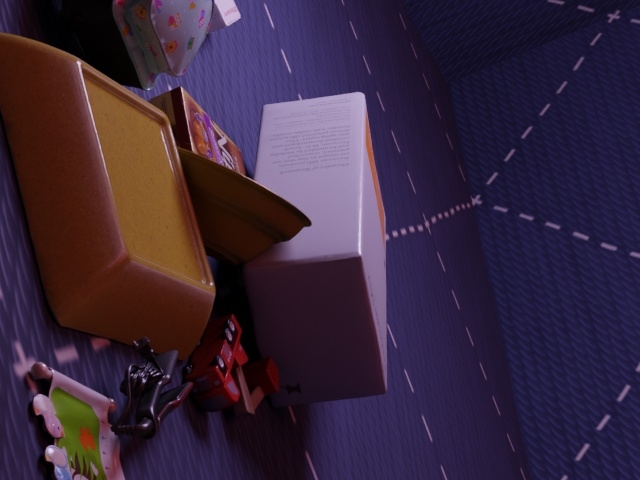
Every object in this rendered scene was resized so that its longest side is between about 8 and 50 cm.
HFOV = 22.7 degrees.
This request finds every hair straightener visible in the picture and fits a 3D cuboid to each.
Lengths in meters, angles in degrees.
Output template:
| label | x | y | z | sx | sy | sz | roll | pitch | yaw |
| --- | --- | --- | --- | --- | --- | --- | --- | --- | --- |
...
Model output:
| label | x | y | z | sx | sy | sz | roll | pitch | yaw |
| --- | --- | --- | --- | --- | --- | --- | --- | --- | --- |
| hair straightener | -0.186 | 0.149 | 1.653 | 0.230 | 0.047 | 0.089 | -49 | 116 | -76 |

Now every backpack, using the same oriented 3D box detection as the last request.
| label | x | y | z | sx | sy | sz | roll | pitch | yaw |
| --- | --- | --- | --- | --- | --- | --- | --- | --- | --- |
| backpack | -0.208 | -0.292 | 1.891 | 0.166 | 0.144 | 0.188 | 68 | 32 | -51 |

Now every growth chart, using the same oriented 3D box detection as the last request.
| label | x | y | z | sx | sy | sz | roll | pitch | yaw |
| --- | --- | --- | --- | --- | --- | --- | --- | --- | --- |
| growth chart | -0.210 | 0.235 | 1.515 | 0.172 | 0.021 | 0.237 | 33 | 36 | -67 |

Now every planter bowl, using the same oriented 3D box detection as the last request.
| label | x | y | z | sx | sy | sz | roll | pitch | yaw |
| --- | --- | --- | --- | --- | --- | --- | --- | --- | --- |
| planter bowl | -0.127 | -0.029 | 1.960 | 0.090 | 0.217 | 0.217 | -63 | 151 | -8 |

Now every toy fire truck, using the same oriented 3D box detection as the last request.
| label | x | y | z | sx | sy | sz | roll | pitch | yaw |
| --- | --- | --- | --- | --- | --- | --- | --- | --- | --- |
| toy fire truck | -0.106 | 0.166 | 1.935 | 0.192 | 0.047 | 0.135 | -79 | 146 | -63 |

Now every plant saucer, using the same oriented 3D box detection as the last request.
| label | x | y | z | sx | sy | sz | roll | pitch | yaw |
| --- | --- | --- | --- | --- | --- | --- | --- | --- | --- |
| plant saucer | -0.221 | -0.052 | 1.760 | 0.332 | 0.081 | 0.333 | 31 | 40 | -68 |

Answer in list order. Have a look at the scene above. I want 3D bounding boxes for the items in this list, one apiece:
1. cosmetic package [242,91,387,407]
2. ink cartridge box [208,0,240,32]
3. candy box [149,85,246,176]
| label | x | y | z | sx | sy | sz | roll | pitch | yaw |
| --- | --- | --- | --- | --- | --- | --- | --- | --- | --- |
| cosmetic package | 0.000 | 0.000 | 2.220 | 0.453 | 0.161 | 0.230 | -87 | 168 | -57 |
| ink cartridge box | -0.181 | -0.382 | 2.405 | 0.135 | 0.056 | 0.099 | 66 | 15 | -10 |
| candy box | -0.157 | -0.111 | 2.127 | 0.187 | 0.053 | 0.109 | 49 | 24 | -56 |
